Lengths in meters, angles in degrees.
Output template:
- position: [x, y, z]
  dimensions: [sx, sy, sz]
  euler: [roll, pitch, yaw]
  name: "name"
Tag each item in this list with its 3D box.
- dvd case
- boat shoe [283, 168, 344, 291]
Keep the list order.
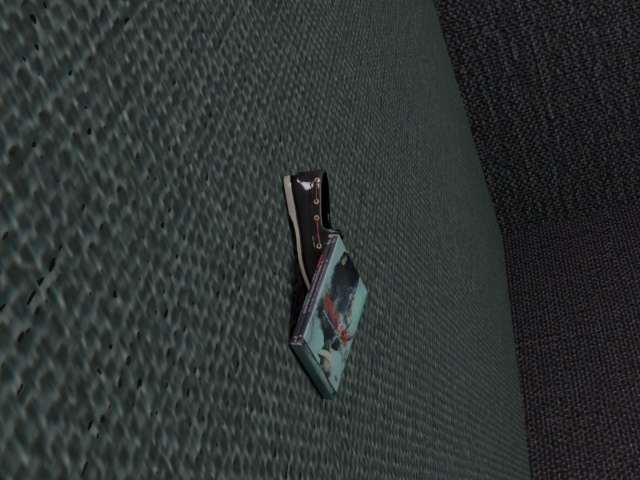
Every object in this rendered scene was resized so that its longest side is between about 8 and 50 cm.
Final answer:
- position: [0.010, 0.067, 0.891]
  dimensions: [0.087, 0.013, 0.119]
  euler: [63, 38, -43]
  name: "dvd case"
- position: [0.000, 0.000, 0.929]
  dimensions: [0.049, 0.042, 0.133]
  euler: [14, 65, -77]
  name: "boat shoe"
